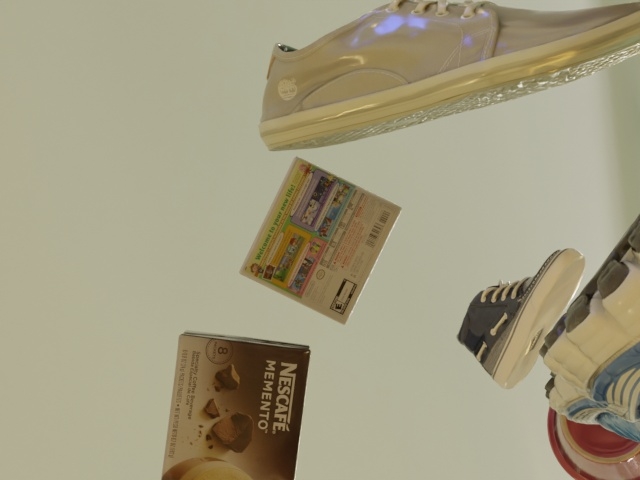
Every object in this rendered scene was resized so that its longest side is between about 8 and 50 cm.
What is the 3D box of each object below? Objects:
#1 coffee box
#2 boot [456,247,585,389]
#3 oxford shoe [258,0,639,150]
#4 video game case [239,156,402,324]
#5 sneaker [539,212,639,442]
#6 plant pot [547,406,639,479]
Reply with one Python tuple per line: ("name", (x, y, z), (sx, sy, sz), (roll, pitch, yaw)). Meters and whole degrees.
("coffee box", (-0.111, 0.270, 1.658), (0.119, 0.168, 0.297), (128, 150, -87))
("boot", (0.204, 0.065, 1.383), (0.069, 0.190, 0.086), (-18, -129, -43))
("oxford shoe", (0.132, -0.195, 1.354), (0.169, 0.449, 0.130), (-3, -97, -67))
("video game case", (0.000, 0.000, 2.122), (0.212, 0.193, 0.023), (-64, -2, 2))
("sneaker", (0.191, 0.068, 0.600), (0.147, 0.130, 0.330), (39, -175, 16))
("plant pot", (0.415, 0.258, 1.871), (0.180, 0.201, 0.201), (34, -133, -68))
